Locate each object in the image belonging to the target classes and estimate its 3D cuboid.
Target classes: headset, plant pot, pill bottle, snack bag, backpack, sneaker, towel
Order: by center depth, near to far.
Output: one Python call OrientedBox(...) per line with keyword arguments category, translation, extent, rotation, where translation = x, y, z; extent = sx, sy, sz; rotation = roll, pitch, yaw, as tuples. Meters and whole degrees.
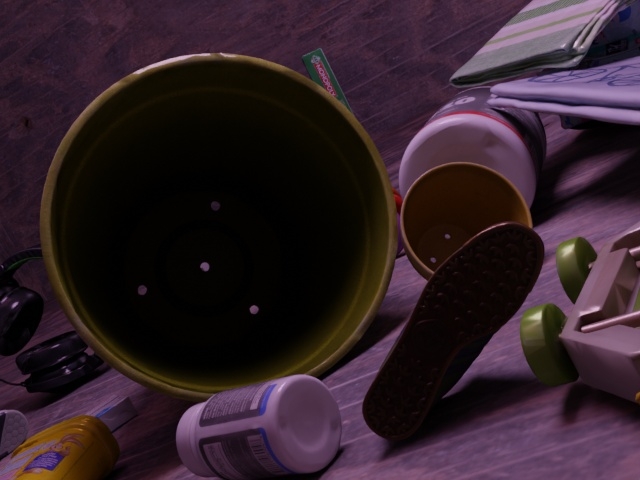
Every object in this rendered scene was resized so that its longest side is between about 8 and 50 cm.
OrientedBox(category="sneaker", translation=(0.101, 0.063, 0.712), extent=(0.192, 0.064, 0.086), rotation=(-55, -8, 12))
OrientedBox(category="pill bottle", translation=(-0.055, 0.159, 0.767), extent=(0.137, 0.078, 0.078), rotation=(-19, 13, 43))
OrientedBox(category="plant pot", translation=(0.143, -0.001, 0.963), extent=(0.134, 0.134, 0.095), rotation=(-31, -15, -15))
OrientedBox(category="snack bag", translation=(0.401, -0.176, 0.991), extent=(0.343, 0.037, 0.323), rotation=(-14, 14, -16))
OrientedBox(category="plant pot", translation=(-0.130, 0.013, 1.114), extent=(0.366, 0.366, 0.353), rotation=(-31, -3, -14))
OrientedBox(category="pill bottle", translation=(0.207, -0.110, 1.193), extent=(0.161, 0.161, 0.283), rotation=(-25, 10, 23))
OrientedBox(category="towel", translation=(0.351, -0.320, 1.244), extent=(0.325, 0.038, 0.248), rotation=(-44, 20, -20))
OrientedBox(category="backpack", translation=(0.440, -0.267, 1.325), extent=(0.225, 0.191, 0.253), rotation=(-35, 6, -31))
OrientedBox(category="sneaker", translation=(-0.575, 0.321, 1.388), extent=(0.163, 0.086, 0.226), rotation=(-3, 15, 46))
OrientedBox(category="headset", translation=(-0.521, 0.185, 1.611), extent=(0.394, 0.243, 0.185), rotation=(-49, -4, 21))

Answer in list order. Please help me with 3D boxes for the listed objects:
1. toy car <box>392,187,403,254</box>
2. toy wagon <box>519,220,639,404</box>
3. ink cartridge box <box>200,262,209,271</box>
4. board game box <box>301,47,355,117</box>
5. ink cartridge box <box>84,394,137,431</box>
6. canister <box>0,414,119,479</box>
OrientedBox(category="toy car", translation=(0.062, -0.022, 1.301), extent=(0.136, 0.159, 0.182), rotation=(15, 28, 20))
OrientedBox(category="toy wagon", translation=(0.259, 0.028, 0.571), extent=(0.267, 0.068, 0.344), rotation=(-23, 11, 33))
OrientedBox(category="ink cartridge box", translation=(-0.200, 0.051, 1.777), extent=(0.218, 0.092, 0.158), rotation=(-19, 13, 39))
OrientedBox(category="board game box", translation=(0.050, -0.242, 1.909), extent=(0.046, 0.317, 0.213), rotation=(-26, 9, 4))
OrientedBox(category="ink cartridge box", translation=(-0.280, 0.230, 1.223), extent=(0.048, 0.028, 0.083), rotation=(-34, 10, -29))
OrientedBox(category="canister", translation=(-0.299, 0.264, 0.953), extent=(0.126, 0.073, 0.170), rotation=(-26, 11, 20))
